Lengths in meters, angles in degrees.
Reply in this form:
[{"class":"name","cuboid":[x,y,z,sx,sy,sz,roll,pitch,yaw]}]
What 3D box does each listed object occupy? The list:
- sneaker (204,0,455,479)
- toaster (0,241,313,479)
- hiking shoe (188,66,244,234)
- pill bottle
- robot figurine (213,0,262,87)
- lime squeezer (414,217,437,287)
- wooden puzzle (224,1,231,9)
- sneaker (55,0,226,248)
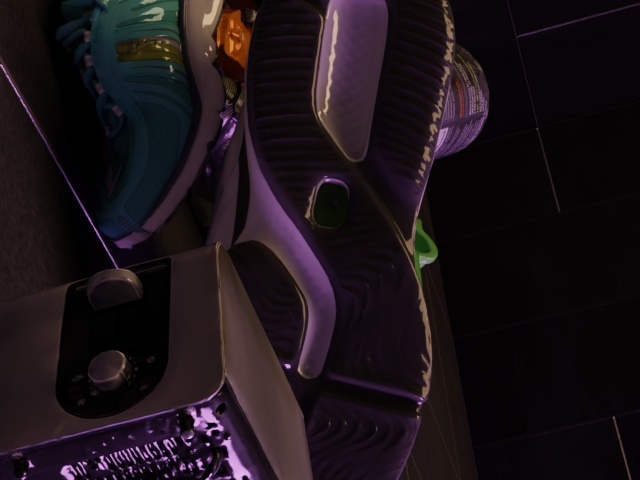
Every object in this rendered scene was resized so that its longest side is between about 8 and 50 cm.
[{"class":"sneaker","cuboid":[-0.014,0.046,1.013,0.257,0.169,0.447,112,-7,-80]},{"class":"toaster","cuboid":[-0.090,0.102,0.632,0.110,0.168,0.185,-96,168,-47]},{"class":"hiking shoe","cuboid":[-0.074,-0.108,1.257,0.086,0.114,0.227,-92,165,-51]},{"class":"pill bottle","cuboid":[0.064,-0.133,1.517,0.246,0.130,0.130,-20,96,-56]},{"class":"robot figurine","cuboid":[-0.074,-0.202,1.446,0.291,0.085,0.211,46,45,-73]},{"class":"lime squeezer","cuboid":[0.041,0.022,1.137,0.059,0.110,0.310,41,-14,-6]},{"class":"wooden puzzle","cuboid":[-0.017,-0.165,1.848,0.348,0.080,0.322,-35,110,-81]},{"class":"sneaker","cuboid":[-0.136,-0.120,1.030,0.110,0.107,0.275,23,52,-37]}]
